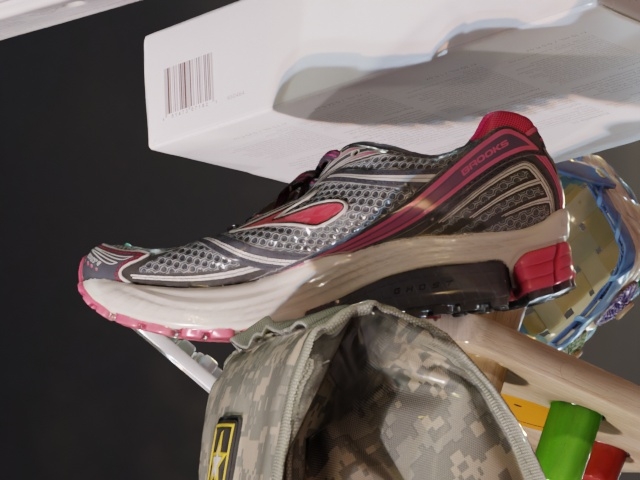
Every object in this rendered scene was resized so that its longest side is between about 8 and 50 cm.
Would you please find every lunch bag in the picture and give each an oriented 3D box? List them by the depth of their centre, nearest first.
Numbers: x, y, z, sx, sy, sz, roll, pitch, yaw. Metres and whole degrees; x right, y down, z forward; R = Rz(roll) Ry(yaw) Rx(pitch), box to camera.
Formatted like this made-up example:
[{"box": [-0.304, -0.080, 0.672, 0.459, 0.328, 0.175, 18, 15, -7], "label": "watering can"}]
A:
[{"box": [0.028, 0.170, 0.988, 0.287, 0.169, 0.235, 65, 165, 1], "label": "lunch bag"}]

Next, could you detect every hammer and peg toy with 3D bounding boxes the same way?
[{"box": [0.192, 0.139, 1.441, 0.361, 0.266, 0.127, 24, -105, -21], "label": "hammer and peg toy"}]

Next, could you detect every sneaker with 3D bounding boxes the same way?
[{"box": [0.000, 0.000, 1.165, 0.121, 0.299, 0.112, 12, -110, -76], "label": "sneaker"}]

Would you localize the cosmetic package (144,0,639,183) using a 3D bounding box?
[{"box": [0.107, -0.124, 1.392, 0.284, 0.377, 0.097, 16, -114, -49], "label": "cosmetic package"}]

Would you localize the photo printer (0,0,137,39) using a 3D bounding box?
[{"box": [-0.192, -0.261, 1.037, 0.107, 0.256, 0.307, -6, -98, -74], "label": "photo printer"}]

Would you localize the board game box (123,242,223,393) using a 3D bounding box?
[{"box": [-0.033, 0.147, 1.655, 0.390, 0.050, 0.390, 40, 174, -2], "label": "board game box"}]

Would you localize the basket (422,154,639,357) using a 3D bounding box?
[{"box": [0.181, 0.013, 1.845, 0.289, 0.255, 0.201, 7, -135, -46], "label": "basket"}]
